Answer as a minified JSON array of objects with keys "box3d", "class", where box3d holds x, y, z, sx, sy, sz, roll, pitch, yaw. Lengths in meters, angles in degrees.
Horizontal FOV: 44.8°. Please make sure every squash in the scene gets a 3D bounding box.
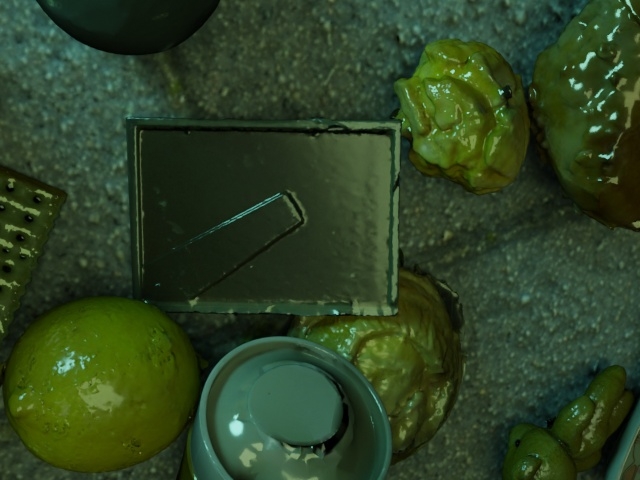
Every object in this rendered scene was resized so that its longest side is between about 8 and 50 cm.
[{"box3d":[0.000,0.000,0.823,0.184,0.052,0.052,16,98,-3],"class":"squash"}]

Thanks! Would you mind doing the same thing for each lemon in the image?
[{"box3d":[-0.205,0.138,0.754,0.206,0.173,0.173,-9,104,-32],"class":"lemon"}]

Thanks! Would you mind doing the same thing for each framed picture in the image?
[{"box3d":[-0.058,-0.022,0.789,0.281,0.019,0.208,2,101,4],"class":"framed picture"}]

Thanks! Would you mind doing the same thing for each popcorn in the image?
[{"box3d":[0.146,-0.128,0.792,0.149,0.152,0.167,-1,78,-40],"class":"popcorn"}]

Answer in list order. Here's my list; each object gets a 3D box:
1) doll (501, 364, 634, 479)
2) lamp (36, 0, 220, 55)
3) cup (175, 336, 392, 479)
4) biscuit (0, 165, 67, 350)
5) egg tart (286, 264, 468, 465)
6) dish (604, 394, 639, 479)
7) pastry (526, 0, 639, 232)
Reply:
[{"box3d":[0.291,0.232,0.932,0.209,0.097,0.137,-38,139,-18],"class":"doll"},{"box3d":[-0.210,-0.303,0.657,0.182,0.182,0.314,-41,105,-1],"class":"lamp"},{"box3d":[-0.028,0.240,0.765,0.241,0.185,0.226,28,132,-1],"class":"cup"},{"box3d":[-0.348,0.031,0.735,0.139,0.016,0.231,24,72,-16],"class":"biscuit"},{"box3d":[0.067,0.148,0.856,0.232,0.098,0.252,28,91,-19],"class":"egg tart"},{"box3d":[0.437,0.239,0.957,0.151,0.077,0.212,22,96,-17],"class":"dish"},{"box3d":[0.342,-0.165,0.806,0.255,0.162,0.310,24,100,-30],"class":"pastry"}]
